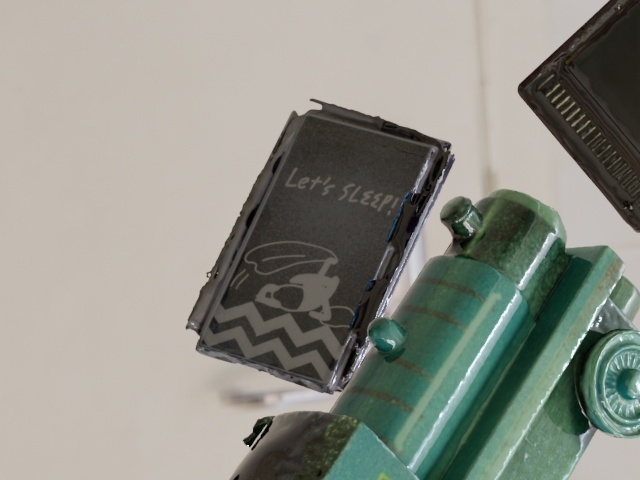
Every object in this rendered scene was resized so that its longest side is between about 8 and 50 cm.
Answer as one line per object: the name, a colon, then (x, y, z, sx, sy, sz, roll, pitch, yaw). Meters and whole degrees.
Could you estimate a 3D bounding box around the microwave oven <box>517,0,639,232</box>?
microwave oven: (0.327, -0.151, 1.670, 0.247, 0.178, 0.188, -43, 170, 33)

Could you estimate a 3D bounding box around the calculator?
calculator: (0.000, 0.000, 1.801, 0.166, 0.028, 0.274, 18, -113, 18)

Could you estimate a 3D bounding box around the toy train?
toy train: (0.084, 0.109, 1.200, 0.120, 0.194, 0.298, -7, -137, 54)
